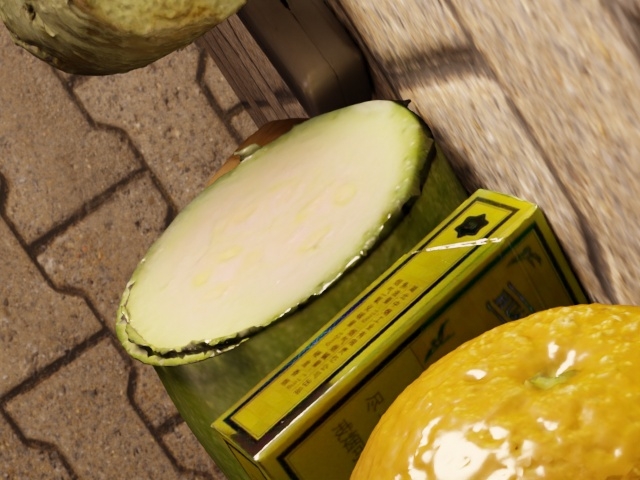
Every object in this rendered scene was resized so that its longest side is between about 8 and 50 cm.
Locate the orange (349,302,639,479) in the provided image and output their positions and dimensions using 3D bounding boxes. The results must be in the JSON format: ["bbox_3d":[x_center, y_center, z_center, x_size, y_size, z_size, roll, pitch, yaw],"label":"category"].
[{"bbox_3d":[0.113,0.141,0.507,0.236,0.236,0.236,56,178,4],"label":"orange"}]

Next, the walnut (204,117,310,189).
[{"bbox_3d":[0.000,0.000,1.147,0.221,0.195,0.195,52,180,-24],"label":"walnut"}]

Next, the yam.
[{"bbox_3d":[-0.138,-0.202,0.908,0.161,0.161,0.268,57,161,-13],"label":"yam"}]

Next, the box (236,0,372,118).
[{"bbox_3d":[-0.047,-0.203,1.028,0.243,0.055,0.103,55,177,20],"label":"box"}]

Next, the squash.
[{"bbox_3d":[0.049,0.120,0.943,0.384,0.263,0.263,57,177,-28],"label":"squash"}]

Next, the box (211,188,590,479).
[{"bbox_3d":[0.063,0.092,0.753,0.064,0.220,0.141,21,147,57],"label":"box"}]
